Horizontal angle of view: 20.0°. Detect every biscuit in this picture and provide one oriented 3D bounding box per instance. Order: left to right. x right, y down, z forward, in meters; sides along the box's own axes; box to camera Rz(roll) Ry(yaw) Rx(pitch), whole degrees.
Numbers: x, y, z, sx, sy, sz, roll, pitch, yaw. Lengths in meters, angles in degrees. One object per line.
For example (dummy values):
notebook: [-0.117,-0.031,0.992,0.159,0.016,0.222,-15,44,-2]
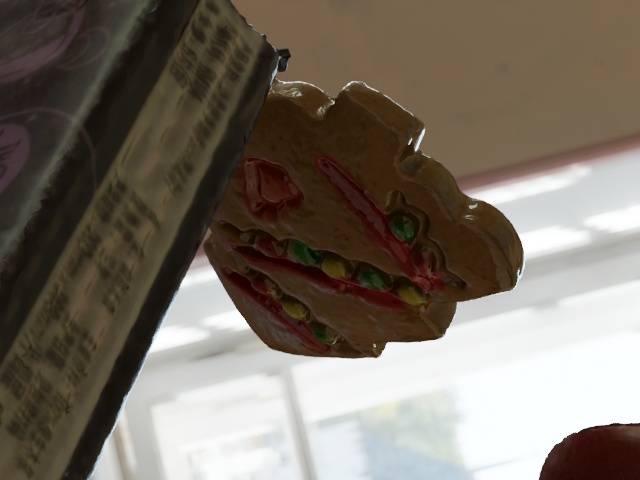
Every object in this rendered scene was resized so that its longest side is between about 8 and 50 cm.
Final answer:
biscuit: [0.000,0.000,1.023,0.041,0.212,0.239,-56,174,-38]

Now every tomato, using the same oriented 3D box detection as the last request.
tomato: [0.276,0.243,1.520,0.189,0.173,0.099,41,44,-27]

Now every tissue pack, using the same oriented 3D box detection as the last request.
tissue pack: [-0.189,0.031,0.853,0.122,0.259,0.361,47,48,-31]
